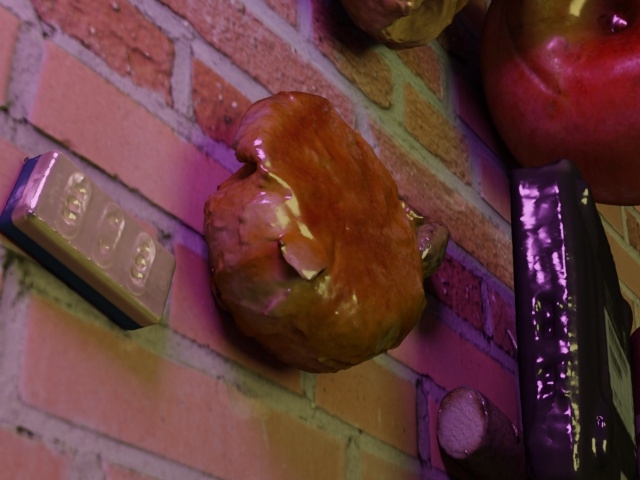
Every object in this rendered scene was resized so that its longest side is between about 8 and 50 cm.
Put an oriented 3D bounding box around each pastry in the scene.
[{"bbox_3d":[0.000,0.000,0.817,0.229,0.100,0.218,46,35,-28],"label":"pastry"}]

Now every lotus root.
[{"bbox_3d":[0.090,0.009,0.997,0.099,0.054,0.049,-51,128,-54],"label":"lotus root"}]

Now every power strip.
[{"bbox_3d":[-0.139,0.003,0.661,0.123,0.032,0.056,47,41,-36],"label":"power strip"}]

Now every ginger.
[{"bbox_3d":[0.044,-0.313,1.030,0.270,0.123,0.219,59,24,-5],"label":"ginger"}]

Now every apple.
[{"bbox_3d":[0.374,-0.208,1.276,0.364,0.364,0.363,32,49,-47],"label":"apple"}]

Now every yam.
[{"bbox_3d":[0.164,0.198,1.004,0.146,0.070,0.069,44,41,-36],"label":"yam"}]

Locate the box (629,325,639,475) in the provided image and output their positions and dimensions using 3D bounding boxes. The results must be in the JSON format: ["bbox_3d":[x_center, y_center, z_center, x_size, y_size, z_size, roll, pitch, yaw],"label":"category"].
[{"bbox_3d":[0.394,0.260,1.150,0.404,0.108,0.263,-83,180,-61],"label":"box"}]

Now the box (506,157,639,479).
[{"bbox_3d":[0.256,0.137,1.048,0.359,0.091,0.350,51,35,-53],"label":"box"}]

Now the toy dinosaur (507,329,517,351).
[{"bbox_3d":[0.241,0.187,1.167,0.058,0.037,0.180,-27,103,-72],"label":"toy dinosaur"}]
